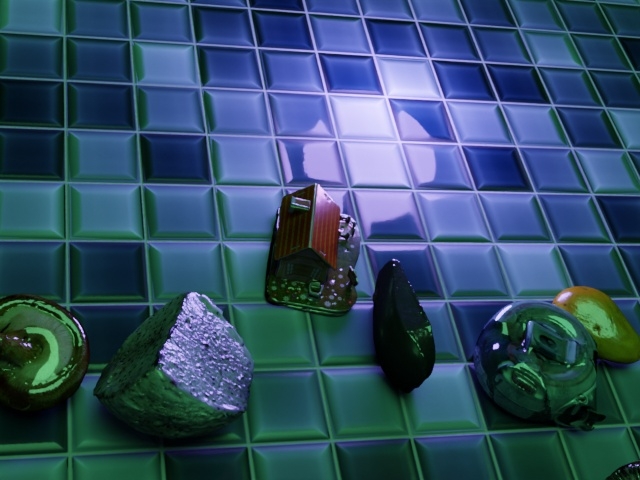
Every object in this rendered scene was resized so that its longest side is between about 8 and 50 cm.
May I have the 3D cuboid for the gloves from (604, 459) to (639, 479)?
[{"bbox_3d":[0.598,0.565,1.801,0.135,0.210,0.312,34,47,-19],"label":"gloves"}]

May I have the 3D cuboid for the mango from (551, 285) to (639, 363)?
[{"bbox_3d":[0.630,0.190,2.183,0.227,0.109,0.147,36,49,13],"label":"mango"}]

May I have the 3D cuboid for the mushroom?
[{"bbox_3d":[-0.542,0.215,1.815,0.194,0.138,0.231,-7,64,-38],"label":"mushroom"}]

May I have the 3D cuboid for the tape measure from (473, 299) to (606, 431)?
[{"bbox_3d":[0.470,0.253,2.061,0.275,0.147,0.256,17,48,-4],"label":"tape measure"}]

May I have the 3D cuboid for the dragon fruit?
[{"bbox_3d":[-0.268,0.265,1.813,0.221,0.204,0.283,42,29,-17],"label":"dragon fruit"}]

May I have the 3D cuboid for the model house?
[{"bbox_3d":[-0.001,-0.001,2.128,0.207,0.154,0.293,11,49,-6],"label":"model house"}]

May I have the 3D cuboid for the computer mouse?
[{"bbox_3d":[0.151,0.180,2.015,0.087,0.168,0.295,-5,51,-18],"label":"computer mouse"}]
